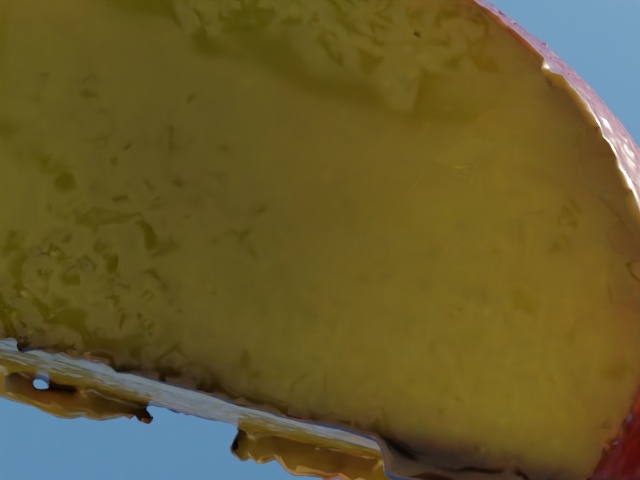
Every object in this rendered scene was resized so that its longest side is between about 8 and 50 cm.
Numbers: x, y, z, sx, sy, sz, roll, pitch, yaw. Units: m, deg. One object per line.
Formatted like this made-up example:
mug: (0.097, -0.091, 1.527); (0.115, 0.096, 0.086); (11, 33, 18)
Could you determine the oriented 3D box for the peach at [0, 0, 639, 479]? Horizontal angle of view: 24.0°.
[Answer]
peach: (-0.001, -0.007, 0.432); (0.267, 0.159, 0.153); (14, -99, 4)
